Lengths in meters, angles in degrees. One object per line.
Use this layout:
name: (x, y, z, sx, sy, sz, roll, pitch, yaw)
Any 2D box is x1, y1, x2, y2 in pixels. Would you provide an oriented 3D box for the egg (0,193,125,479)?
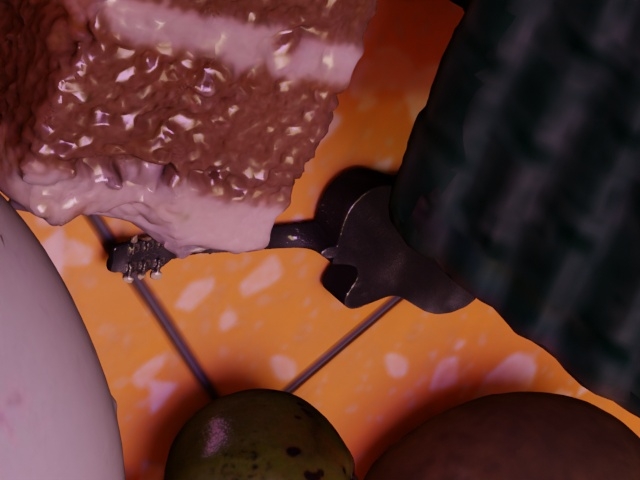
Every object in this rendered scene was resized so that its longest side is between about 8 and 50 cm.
egg: (-0.183, 0.113, 0.620, 0.230, 0.230, 0.371, -23, 132, -26)

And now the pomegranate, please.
pomegranate: (-0.049, 0.130, 0.827, 0.142, 0.114, 0.114, -9, 125, -2)

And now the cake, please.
cake: (-0.069, -0.087, 0.664, 0.135, 0.134, 0.147, 9, 119, -40)

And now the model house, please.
model house: (0.199, -0.187, 0.684, 0.400, 0.395, 0.445, 1, 127, -25)

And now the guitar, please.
guitar: (0.000, 0.000, 0.836, 0.233, 0.025, 0.088, -5, 119, -36)

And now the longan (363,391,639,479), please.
longan: (0.107, 0.164, 0.931, 0.187, 0.167, 0.167, 6, 113, -17)
